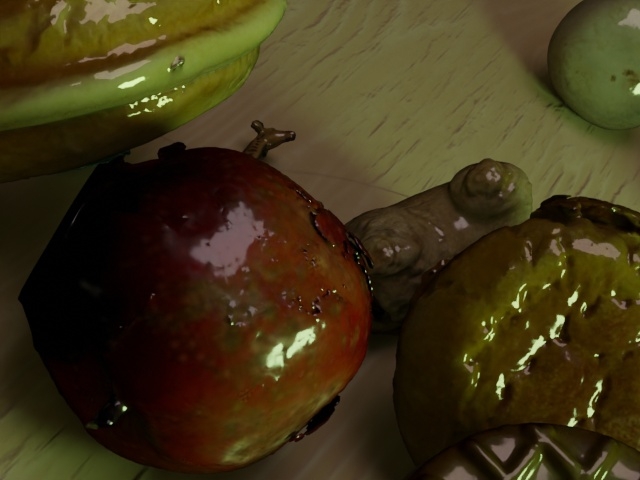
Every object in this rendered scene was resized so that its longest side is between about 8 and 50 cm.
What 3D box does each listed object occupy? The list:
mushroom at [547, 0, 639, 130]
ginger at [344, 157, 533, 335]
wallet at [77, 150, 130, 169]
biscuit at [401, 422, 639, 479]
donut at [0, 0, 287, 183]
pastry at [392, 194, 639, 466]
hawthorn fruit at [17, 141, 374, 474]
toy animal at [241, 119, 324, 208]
[{"bbox_3d":[0.428,-0.261,2.131,0.204,0.204,0.204,20,38,-16],"label":"mushroom"},{"bbox_3d":[0.121,0.002,1.566,0.275,0.221,0.130,-11,63,-53],"label":"ginger"},{"bbox_3d":[-0.270,-0.125,1.571,0.088,0.026,0.129,-19,56,-35],"label":"wallet"},{"bbox_3d":[0.188,0.313,1.225,0.332,0.103,0.332,3,68,-8],"label":"biscuit"},{"bbox_3d":[-0.251,-0.196,1.407,0.449,0.198,0.449,-9,23,4],"label":"donut"},{"bbox_3d":[0.238,0.136,1.397,0.356,0.356,0.164,24,0,-11],"label":"pastry"},{"bbox_3d":[-0.110,0.050,1.276,0.316,0.316,0.316,20,38,-16],"label":"hawthorn fruit"},{"bbox_3d":[-0.083,-0.059,1.587,0.149,0.054,0.275,-17,24,-2],"label":"toy animal"}]
